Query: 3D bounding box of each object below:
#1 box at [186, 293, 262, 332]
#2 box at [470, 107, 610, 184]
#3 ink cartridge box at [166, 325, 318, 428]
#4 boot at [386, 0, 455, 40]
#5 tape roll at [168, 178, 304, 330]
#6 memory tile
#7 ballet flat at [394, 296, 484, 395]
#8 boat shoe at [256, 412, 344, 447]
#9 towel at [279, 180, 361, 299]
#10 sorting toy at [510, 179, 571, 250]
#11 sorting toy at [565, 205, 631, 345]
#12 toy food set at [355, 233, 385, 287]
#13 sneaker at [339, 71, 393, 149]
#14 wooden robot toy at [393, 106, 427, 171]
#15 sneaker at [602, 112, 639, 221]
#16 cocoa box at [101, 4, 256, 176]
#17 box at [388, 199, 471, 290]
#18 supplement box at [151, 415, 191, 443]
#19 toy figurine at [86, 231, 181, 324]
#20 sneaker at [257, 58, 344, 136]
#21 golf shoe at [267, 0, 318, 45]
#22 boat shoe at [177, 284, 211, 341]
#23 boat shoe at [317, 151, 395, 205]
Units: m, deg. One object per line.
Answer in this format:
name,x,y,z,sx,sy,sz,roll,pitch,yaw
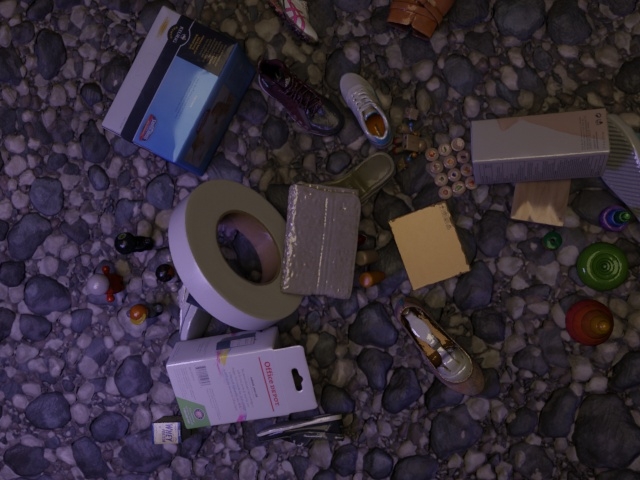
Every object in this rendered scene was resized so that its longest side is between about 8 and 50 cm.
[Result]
box,-0.234,0.157,1.559,0.156,0.158,0.093,12,78,51
box,0.535,-0.227,1.494,0.311,0.148,0.121,-2,71,16
ink cartridge box,-0.194,0.350,1.565,0.353,0.119,0.207,-9,111,6
boot,0.224,-0.683,1.622,0.283,0.109,0.220,26,94,0
tape roll,-0.194,0.031,1.491,0.072,0.392,0.392,-32,83,32
memory tile,0.352,-0.193,1.615,0.113,0.012,0.148,-19,85,5
ballet flat,0.302,0.280,1.548,0.107,0.106,0.316,-44,83,3
boat shoe,-0.053,0.510,1.589,0.233,0.084,0.079,-9,85,3
towel,0.000,0.000,1.494,0.187,0.049,0.282,7,91,-18
sorting toy,0.568,-0.112,1.561,0.132,0.046,0.274,10,79,13
sorting toy,0.715,0.089,1.501,0.127,0.126,0.365,13,89,7
toy food set,0.070,0.031,1.612,0.232,0.104,0.111,26,104,25
sneaker,0.125,-0.357,1.611,0.087,0.092,0.228,-32,83,6
wooden robot toy,0.248,-0.264,1.618,0.079,0.076,0.173,6,87,-28
sneaker,0.825,-0.169,1.520,0.150,0.135,0.366,-22,78,-25
cocoa box,-0.362,-0.382,1.599,0.228,0.231,0.347,27,90,7
box,0.289,0.013,1.607,0.164,0.021,0.201,-20,85,5
supplement box,-0.402,0.511,1.630,0.083,0.083,0.056,-4,86,6
toy figurine,-0.493,0.102,1.630,0.209,0.148,0.213,37,91,7
sneaker,-0.065,-0.384,1.598,0.281,0.162,0.106,36,91,8
golf shoe,-0.061,-0.621,1.659,0.086,0.067,0.186,-41,83,2
boat shoe,-0.345,0.150,1.641,0.088,0.096,0.267,15,95,23
boat shoe,0.067,-0.118,1.597,0.302,0.103,0.113,-29,77,5
